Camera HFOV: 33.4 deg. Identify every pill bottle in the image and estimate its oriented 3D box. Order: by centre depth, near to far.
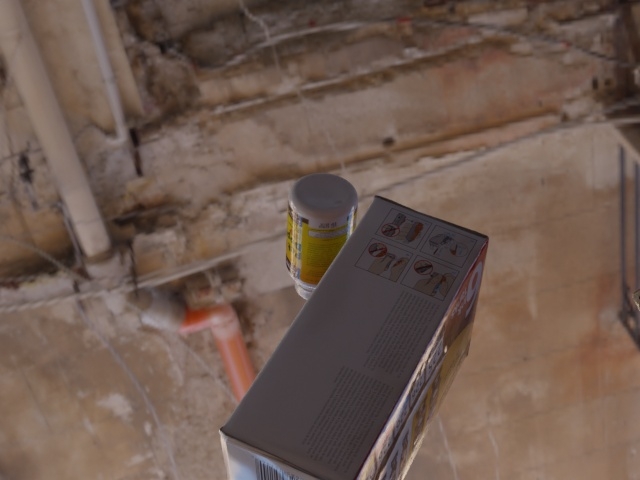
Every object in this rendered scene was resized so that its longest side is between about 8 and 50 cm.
[{"bbox_3d":[0.000,0.000,1.815,0.117,0.215,0.117,2,-139,-2],"label":"pill bottle"}]

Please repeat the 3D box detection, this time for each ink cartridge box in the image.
[{"bbox_3d":[0.040,0.164,1.058,0.130,0.272,0.309,21,-127,18],"label":"ink cartridge box"}]

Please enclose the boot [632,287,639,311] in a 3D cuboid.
[{"bbox_3d":[0.581,0.107,1.298,0.284,0.377,0.138,-34,-151,16],"label":"boot"}]
